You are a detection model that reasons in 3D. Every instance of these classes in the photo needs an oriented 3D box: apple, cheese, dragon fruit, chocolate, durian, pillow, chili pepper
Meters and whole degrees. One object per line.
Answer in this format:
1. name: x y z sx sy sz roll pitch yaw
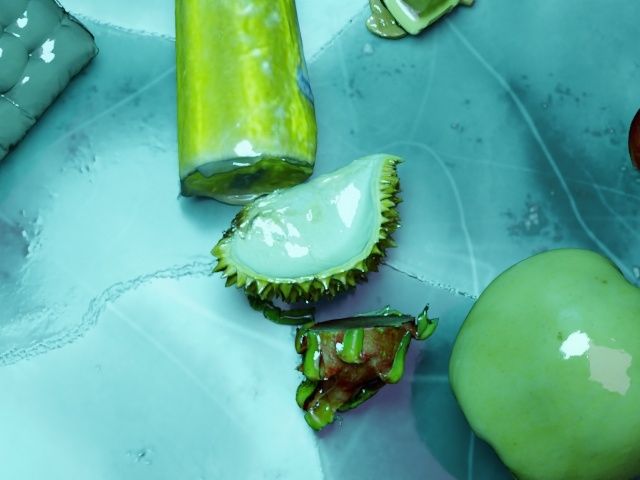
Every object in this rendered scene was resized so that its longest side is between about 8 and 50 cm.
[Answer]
1. apple: 0.270 0.141 1.226 0.262 0.262 0.263 1 78 -6
2. cheese: 0.091 -0.329 1.377 0.086 0.036 0.162 -37 86 -12
3. dragon fruit: 0.036 0.128 1.270 0.142 0.138 0.175 31 108 38
4. chocolate: -0.096 -0.271 1.310 0.162 0.162 0.446 -3 77 -7
5. durian: 0.000 0.000 1.274 0.252 0.144 0.139 -22 78 -6
6. pillow: -0.417 -0.175 1.239 0.326 0.101 0.228 -50 125 -12
7. chili pepper: -0.046 0.081 1.312 0.083 0.022 0.027 14 110 -4

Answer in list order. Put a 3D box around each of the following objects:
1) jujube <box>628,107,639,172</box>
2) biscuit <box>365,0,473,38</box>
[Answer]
1. jujube: 0.468 -0.144 1.356 0.155 0.155 0.230 43 70 4
2. biscuit: 0.130 -0.353 1.417 0.162 0.035 0.250 33 80 -3
